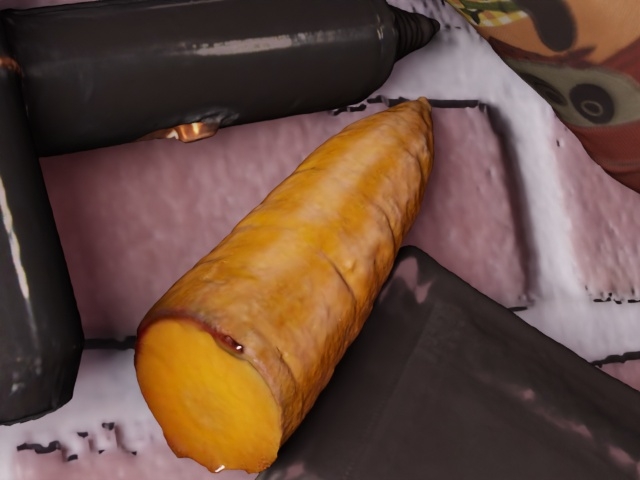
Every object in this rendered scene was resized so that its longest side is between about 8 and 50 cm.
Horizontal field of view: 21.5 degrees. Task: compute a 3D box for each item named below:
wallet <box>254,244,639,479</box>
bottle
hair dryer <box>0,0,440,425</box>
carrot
[{"bbox_3d":[0.058,0.175,0.635,0.247,0.041,0.323,32,56,-5],"label":"wallet"},{"bbox_3d":[0.166,-0.092,0.771,0.271,0.143,0.156,40,38,-25],"label":"bottle"},{"bbox_3d":[-0.057,-0.045,0.613,0.352,0.107,0.189,-14,89,-47],"label":"hair dryer"},{"bbox_3d":[0.000,0.000,0.669,0.072,0.072,0.205,53,43,-16],"label":"carrot"}]
